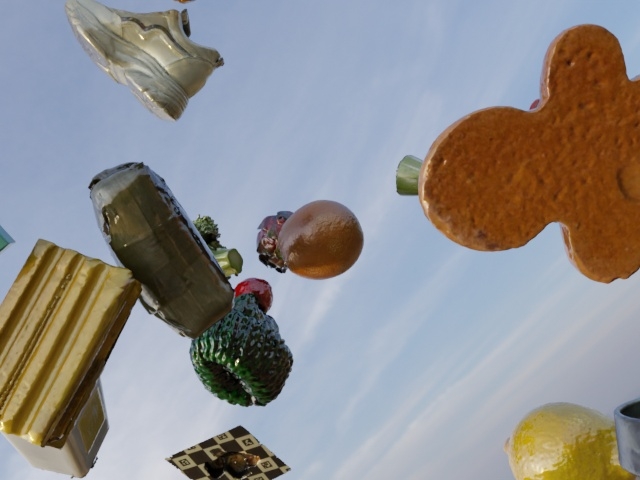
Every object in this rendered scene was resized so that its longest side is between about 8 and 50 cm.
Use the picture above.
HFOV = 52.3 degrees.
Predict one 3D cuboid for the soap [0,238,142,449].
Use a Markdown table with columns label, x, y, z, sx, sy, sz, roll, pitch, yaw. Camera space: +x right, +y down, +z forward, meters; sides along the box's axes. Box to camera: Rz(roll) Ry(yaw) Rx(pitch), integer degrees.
| label | x | y | z | sx | sy | sz | roll | pitch | yaw |
| --- | --- | --- | --- | --- | --- | --- | --- | --- | --- |
| soap | -0.465 | 0.178 | 1.128 | 0.096 | 0.204 | 0.324 | 78 | -147 | -67 |

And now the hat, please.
| label | x | y | z | sx | sy | sz | roll | pitch | yaw |
| --- | --- | --- | --- | --- | --- | --- | --- | --- | --- |
| hat | -0.181 | 0.238 | 1.694 | 0.242 | 0.332 | 0.274 | 1 | -45 | 17 |

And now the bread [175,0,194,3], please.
| label | x | y | z | sx | sy | sz | roll | pitch | yaw |
| --- | --- | --- | --- | --- | --- | --- | --- | --- | --- |
| bread | -0.339 | -0.599 | 1.357 | 0.195 | 0.344 | 0.148 | 14 | -72 | -28 |

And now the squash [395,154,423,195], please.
| label | x | y | z | sx | sy | sz | roll | pitch | yaw |
| --- | --- | --- | --- | --- | --- | --- | --- | --- | --- |
| squash | 0.257 | -0.141 | 1.548 | 0.105 | 0.132 | 0.105 | -27 | -54 | -45 |

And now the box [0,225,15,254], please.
| label | x | y | z | sx | sy | sz | roll | pitch | yaw |
| --- | --- | --- | --- | --- | --- | --- | --- | --- | --- |
| box | -0.663 | 0.017 | 1.101 | 0.229 | 0.162 | 0.041 | -41 | 7 | -2 |

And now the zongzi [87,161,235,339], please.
| label | x | y | z | sx | sy | sz | roll | pitch | yaw |
| --- | --- | --- | --- | --- | --- | --- | --- | --- | --- |
| zongzi | -0.352 | 0.006 | 1.367 | 0.174 | 0.356 | 0.393 | -32 | 15 | -15 |

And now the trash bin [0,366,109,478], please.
| label | x | y | z | sx | sy | sz | roll | pitch | yaw |
| --- | --- | --- | --- | --- | --- | --- | --- | --- | --- |
| trash bin | -0.715 | 0.444 | 1.706 | 0.296 | 0.255 | 0.367 | 9 | -44 | 5 |

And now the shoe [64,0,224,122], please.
| label | x | y | z | sx | sy | sz | roll | pitch | yaw |
| --- | --- | --- | --- | --- | --- | --- | --- | --- | --- |
| shoe | -0.364 | -0.420 | 1.372 | 0.210 | 0.342 | 0.132 | -47 | -6 | -15 |

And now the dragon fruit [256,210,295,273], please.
| label | x | y | z | sx | sy | sz | roll | pitch | yaw |
| --- | --- | --- | --- | --- | --- | --- | --- | --- | --- |
| dragon fruit | -0.099 | 0.001 | 1.861 | 0.189 | 0.182 | 0.182 | -40 | -25 | -3 |

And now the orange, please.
| label | x | y | z | sx | sy | sz | roll | pitch | yaw |
| --- | --- | --- | --- | --- | --- | --- | --- | --- | --- |
| orange | 0.000 | 0.000 | 1.534 | 0.206 | 0.206 | 0.206 | -30 | -26 | -17 |

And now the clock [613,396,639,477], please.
| label | x | y | z | sx | sy | sz | roll | pitch | yaw |
| --- | --- | --- | --- | --- | --- | --- | --- | --- | --- |
| clock | 0.420 | 0.172 | 0.609 | 0.281 | 0.055 | 0.280 | -8 | -9 | -1 |

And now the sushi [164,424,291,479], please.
| label | x | y | z | sx | sy | sz | roll | pitch | yaw |
| --- | --- | --- | --- | --- | --- | --- | --- | --- | --- |
| sushi | -0.195 | 0.473 | 1.418 | 0.210 | 0.040 | 0.192 | -31 | -63 | 20 |

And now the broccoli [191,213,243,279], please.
| label | x | y | z | sx | sy | sz | roll | pitch | yaw |
| --- | --- | --- | --- | --- | --- | --- | --- | --- | --- |
| broccoli | -0.357 | 0.057 | 1.826 | 0.260 | 0.235 | 0.288 | -41 | 5 | 31 |

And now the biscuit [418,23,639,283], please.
| label | x | y | z | sx | sy | sz | roll | pitch | yaw |
| --- | --- | --- | --- | --- | --- | --- | --- | --- | --- |
| biscuit | 0.234 | -0.073 | 0.525 | 0.324 | 0.205 | 0.049 | -17 | 12 | -2 |

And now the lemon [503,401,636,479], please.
| label | x | y | z | sx | sy | sz | roll | pitch | yaw |
| --- | --- | --- | --- | --- | --- | --- | --- | --- | --- |
| lemon | 0.433 | 0.376 | 1.133 | 0.244 | 0.186 | 0.187 | -9 | -3 | 41 |
